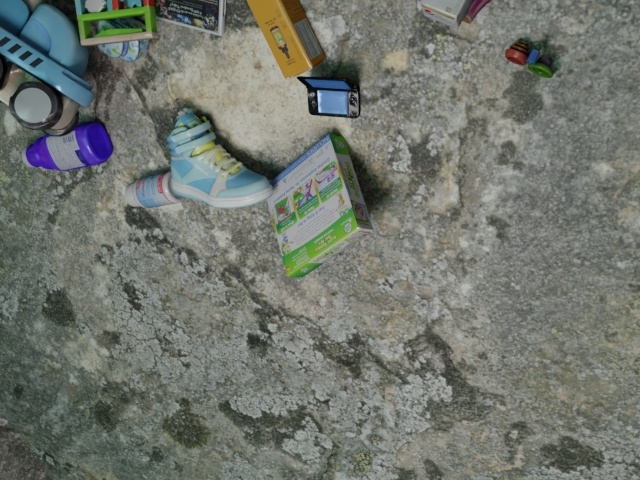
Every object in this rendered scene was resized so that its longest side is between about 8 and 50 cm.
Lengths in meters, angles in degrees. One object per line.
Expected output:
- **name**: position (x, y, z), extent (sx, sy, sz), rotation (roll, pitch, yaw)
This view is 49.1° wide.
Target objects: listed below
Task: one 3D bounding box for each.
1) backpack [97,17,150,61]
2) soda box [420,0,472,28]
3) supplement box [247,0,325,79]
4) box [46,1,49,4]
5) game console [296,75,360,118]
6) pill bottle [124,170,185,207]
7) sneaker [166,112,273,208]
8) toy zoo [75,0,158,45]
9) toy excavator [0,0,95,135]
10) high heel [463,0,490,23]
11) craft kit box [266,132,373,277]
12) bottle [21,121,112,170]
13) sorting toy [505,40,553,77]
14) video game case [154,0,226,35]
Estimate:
- **backpack**: position (-0.475, -0.484, 1.682), extent (0.114, 0.084, 0.105), rotation (27, 129, 8)
- **soda box**: position (0.258, -0.493, 1.237), extent (0.074, 0.069, 0.216), rotation (27, 97, 12)
- **supplement box**: position (-0.081, -0.468, 1.489), extent (0.078, 0.080, 0.233), rotation (-15, 108, 35)
- **box**: position (-0.831, -0.604, 1.803), extent (0.243, 0.076, 0.307), rotation (-25, 104, 35)
- **game console**: position (0.018, -0.312, 1.527), extent (0.122, 0.071, 0.107), rotation (8, 121, 20)
- **pill bottle**: position (-0.441, -0.132, 1.867), extent (0.160, 0.087, 0.087), rotation (-8, 113, 30)
- **sneaker**: position (-0.259, -0.198, 1.686), extent (0.319, 0.127, 0.208), rotation (12, 122, 34)
- **toy zoo**: position (-0.474, -0.601, 1.591), extent (0.193, 0.030, 0.293), rotation (0, 100, 17)
- **toy excavator**: position (-0.676, -0.528, 1.649), extent (0.433, 0.222, 0.445), rotation (34, 89, -6)
- **high heel**: position (0.225, -0.517, 1.318), extent (0.244, 0.082, 0.117), rotation (39, 95, 21)
- **craft kit box**: position (-0.012, -0.076, 1.611), extent (0.250, 0.061, 0.246), rotation (-34, 59, 38)
- **bottle**: position (-0.707, -0.251, 1.934), extent (0.283, 0.092, 0.118), rotation (-6, 114, 31)
- **sorting toy**: position (0.402, -0.349, 1.326), extent (0.102, 0.061, 0.042), rotation (27, 93, 3)
- **video game case**: position (-0.297, -0.569, 1.579), extent (0.191, 0.022, 0.173), rotation (19, 124, 16)
